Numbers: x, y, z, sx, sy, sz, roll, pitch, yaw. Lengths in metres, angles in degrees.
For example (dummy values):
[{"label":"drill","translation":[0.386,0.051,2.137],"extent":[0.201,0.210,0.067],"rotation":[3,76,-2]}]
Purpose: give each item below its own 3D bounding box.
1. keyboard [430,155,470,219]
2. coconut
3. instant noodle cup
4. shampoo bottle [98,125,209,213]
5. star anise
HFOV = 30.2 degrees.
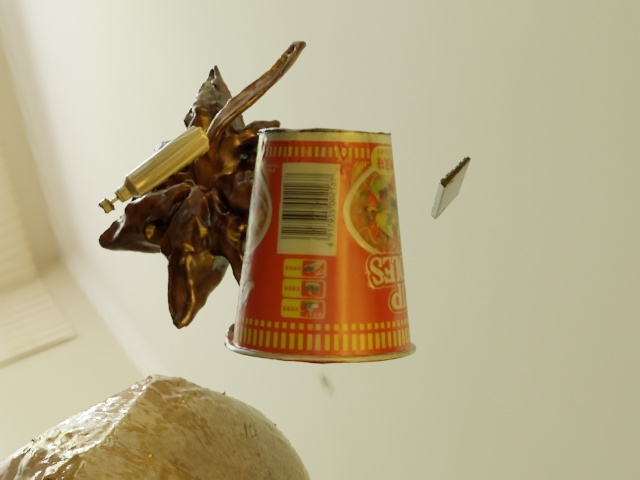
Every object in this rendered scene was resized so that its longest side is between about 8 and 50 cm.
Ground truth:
[{"label":"keyboard","translation":[0.181,-0.072,1.653],"extent":[0.014,0.055,0.176],"rotation":[44,-8,10]},{"label":"coconut","translation":[-0.176,0.350,1.366],"extent":[0.404,0.404,0.404],"rotation":[50,-28,39]},{"label":"instant noodle cup","translation":[0.000,0.000,1.140],"extent":[0.193,0.193,0.212],"rotation":[-173,-97,-66]},{"label":"shampoo bottle","translation":[-0.185,-0.075,1.309],"extent":[0.034,0.141,0.049],"rotation":[54,-11,-5]},{"label":"star anise","translation":[-0.125,-0.073,1.428],"extent":[0.292,0.349,0.109],"rotation":[62,10,19]}]
